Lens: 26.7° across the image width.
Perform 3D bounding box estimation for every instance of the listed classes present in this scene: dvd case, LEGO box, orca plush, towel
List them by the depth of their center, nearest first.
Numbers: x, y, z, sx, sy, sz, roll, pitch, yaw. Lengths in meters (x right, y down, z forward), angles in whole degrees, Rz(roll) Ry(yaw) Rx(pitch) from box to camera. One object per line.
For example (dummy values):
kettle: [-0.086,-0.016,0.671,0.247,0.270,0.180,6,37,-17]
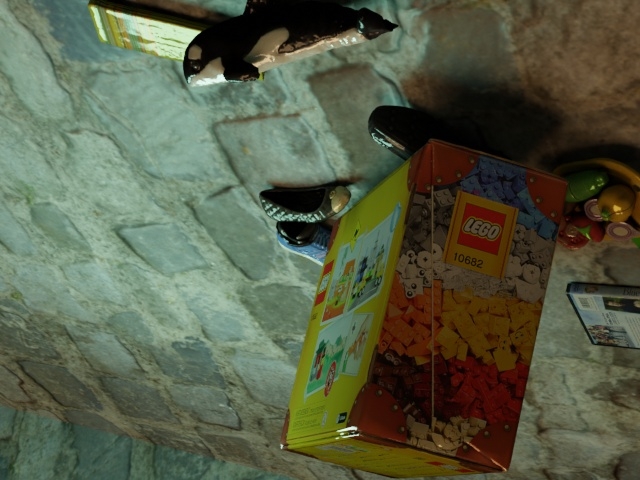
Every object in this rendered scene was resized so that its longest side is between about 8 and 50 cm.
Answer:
orca plush: [-0.057,-0.264,1.630,0.287,0.151,0.102,-3,116,43]
towel: [-0.190,-0.270,1.799,0.237,0.021,0.102,14,159,7]
LEGO box: [0.120,0.117,1.825,0.193,0.372,0.500,16,167,-9]
dvd case: [0.523,0.125,2.089,0.253,0.022,0.180,3,151,28]

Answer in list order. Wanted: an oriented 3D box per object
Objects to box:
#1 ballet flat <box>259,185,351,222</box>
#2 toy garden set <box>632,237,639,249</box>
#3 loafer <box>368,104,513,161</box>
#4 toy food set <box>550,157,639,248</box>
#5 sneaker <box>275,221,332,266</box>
ballet flat: [-0.025,-0.058,2.055,0.173,0.057,0.049,-7,140,41]
toy garden set: [0.504,-0.044,1.745,0.244,0.049,0.204,-3,148,39]
loafer: [0.156,-0.111,1.808,0.223,0.076,0.078,24,146,-18]
toy food set: [0.341,-0.033,1.769,0.128,0.071,0.218,54,151,-16]
sneaker: [0.000,0.001,2.152,0.152,0.058,0.084,20,163,13]
